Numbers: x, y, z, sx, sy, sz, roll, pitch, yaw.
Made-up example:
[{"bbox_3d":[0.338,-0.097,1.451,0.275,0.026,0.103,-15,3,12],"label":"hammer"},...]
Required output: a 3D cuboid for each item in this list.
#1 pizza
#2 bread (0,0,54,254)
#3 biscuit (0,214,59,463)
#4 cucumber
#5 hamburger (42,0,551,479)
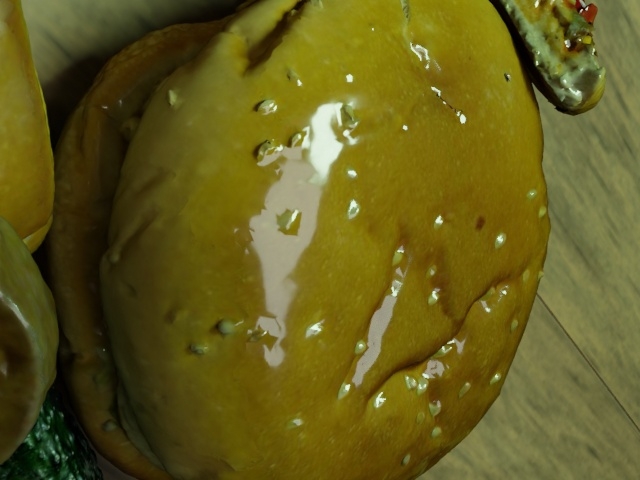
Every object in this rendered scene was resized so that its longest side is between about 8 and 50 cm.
[{"bbox_3d":[0.112,-0.161,0.783,0.053,0.201,0.193,-29,115,7],"label":"pizza"},{"bbox_3d":[-0.209,-0.056,0.550,0.210,0.099,0.235,-34,129,-29],"label":"bread"},{"bbox_3d":[-0.255,-0.002,0.445,0.350,0.070,0.394,18,114,-22],"label":"biscuit"},{"bbox_3d":[-0.143,0.112,0.674,0.067,0.067,0.293,-43,147,-22],"label":"cucumber"},{"bbox_3d":[0.000,0.000,0.734,0.290,0.170,0.314,-30,126,-40],"label":"hamburger"}]
